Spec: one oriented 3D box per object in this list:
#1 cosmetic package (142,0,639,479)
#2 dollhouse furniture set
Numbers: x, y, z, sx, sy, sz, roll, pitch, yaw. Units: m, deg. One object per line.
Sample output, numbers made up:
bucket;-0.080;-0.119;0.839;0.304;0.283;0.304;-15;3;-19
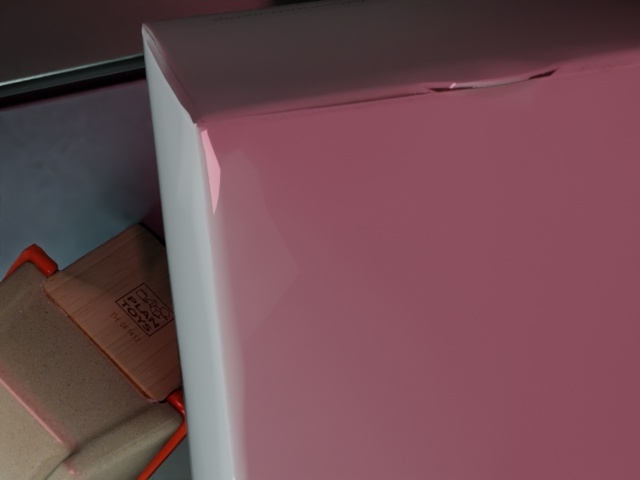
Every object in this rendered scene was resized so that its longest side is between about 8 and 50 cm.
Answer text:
cosmetic package;0.053;0.096;0.702;0.197;0.155;0.365;-7;108;-10
dollhouse furniture set;-0.153;0.120;0.829;0.262;0.135;0.259;45;124;5
